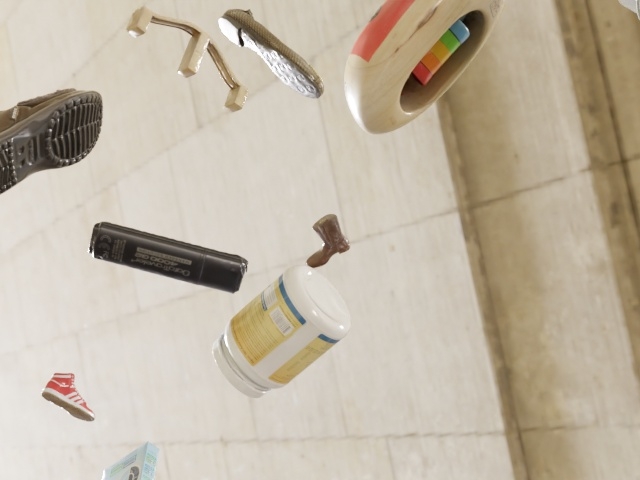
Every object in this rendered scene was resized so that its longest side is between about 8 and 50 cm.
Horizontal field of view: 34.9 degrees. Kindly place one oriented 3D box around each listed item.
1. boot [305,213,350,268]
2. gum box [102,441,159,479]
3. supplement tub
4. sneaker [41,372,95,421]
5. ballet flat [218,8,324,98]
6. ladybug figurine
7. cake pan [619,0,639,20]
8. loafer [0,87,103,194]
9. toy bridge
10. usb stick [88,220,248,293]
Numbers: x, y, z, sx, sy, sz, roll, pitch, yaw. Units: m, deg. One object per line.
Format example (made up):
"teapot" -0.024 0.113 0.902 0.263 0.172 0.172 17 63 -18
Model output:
"boot" 0.000 0.000 2.078 0.106 0.037 0.114 -30 -37 1
"gum box" -0.444 0.569 2.315 0.157 0.184 0.041 -35 -60 25
"supplement tub" -0.064 0.149 1.654 0.199 0.144 0.144 -41 -16 19
"sneaker" -0.489 0.306 2.019 0.118 0.067 0.042 37 -47 -21
"ballet flat" -0.079 -0.341 1.819 0.058 0.250 0.084 -41 -23 -23
"ladybug figurine" 0.210 -0.426 2.132 0.449 0.162 0.305 -47 -23 0
"cake pan" 0.566 -0.505 1.681 0.054 0.293 0.293 25 14 29
"loafer" -0.509 -0.187 1.730 0.130 0.134 0.366 23 30 19
"toy bridge" -0.160 -0.237 1.297 0.026 0.063 0.188 -12 -37 44
"usb stick" -0.267 0.030 1.795 0.277 0.077 0.045 14 29 -7
